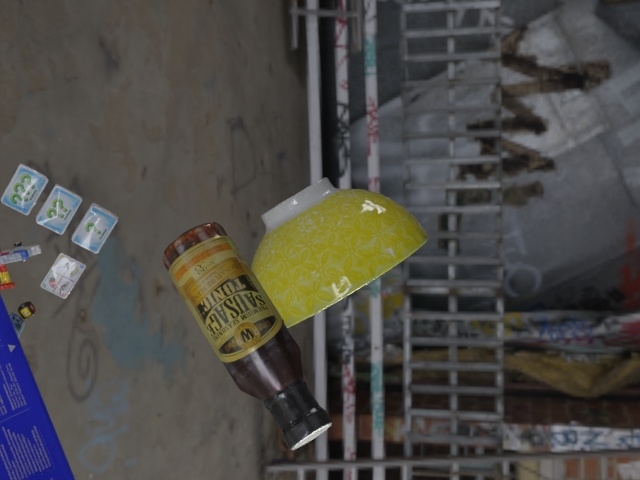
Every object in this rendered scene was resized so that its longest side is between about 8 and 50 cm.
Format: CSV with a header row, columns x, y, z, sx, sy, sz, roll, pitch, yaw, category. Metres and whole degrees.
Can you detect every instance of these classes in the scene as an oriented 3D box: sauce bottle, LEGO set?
x,y,z,sx,sy,sz,roll,pitch,yaw,category
-0.038,0.050,0.455,0.128,0.042,0.042,54,5,17,sauce bottle
-0.481,0.020,1.424,0.244,0.182,0.060,-54,-161,14,LEGO set

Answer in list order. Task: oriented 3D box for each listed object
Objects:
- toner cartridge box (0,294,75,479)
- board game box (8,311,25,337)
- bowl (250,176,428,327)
x,y,z,sx,sy,sz,roll,pitch,yaw,category
-0.351,0.126,0.751,0.165,0.075,0.347,-22,91,-50,toner cartridge box
-0.584,0.245,1.458,0.060,0.194,0.194,33,47,-25,board game box
0.000,0.000,1.263,0.156,0.289,0.289,60,17,-3,bowl
